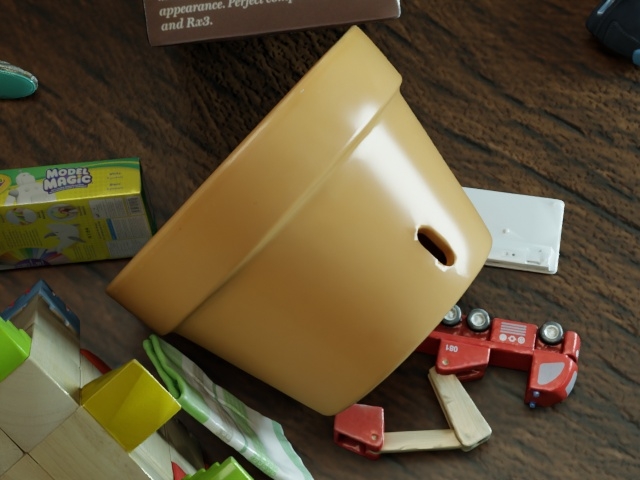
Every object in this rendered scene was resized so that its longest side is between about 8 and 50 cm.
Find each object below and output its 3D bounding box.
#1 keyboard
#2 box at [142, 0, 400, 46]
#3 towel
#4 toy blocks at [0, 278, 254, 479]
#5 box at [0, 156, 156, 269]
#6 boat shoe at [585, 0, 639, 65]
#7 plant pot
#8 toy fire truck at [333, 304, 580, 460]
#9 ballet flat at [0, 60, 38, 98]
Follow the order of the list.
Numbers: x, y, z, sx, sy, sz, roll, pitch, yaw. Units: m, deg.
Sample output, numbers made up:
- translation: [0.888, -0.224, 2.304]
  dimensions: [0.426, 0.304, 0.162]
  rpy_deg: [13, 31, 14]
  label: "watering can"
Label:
- translation: [0.086, -0.020, 1.401]
  dimensions: [0.256, 0.014, 0.072]
  rpy_deg: [8, 61, 5]
  label: "keyboard"
- translation: [-0.047, -0.241, 1.300]
  dimensions: [0.191, 0.381, 0.143]
  rpy_deg: [-7, 98, -1]
  label: "box"
- translation: [-0.071, 0.138, 1.243]
  dimensions: [0.023, 0.152, 0.113]
  rpy_deg: [-47, 30, 1]
  label: "towel"
- translation: [-0.150, 0.185, 1.183]
  dimensions: [0.191, 0.261, 0.381]
  rpy_deg: [-41, 103, 1]
  label: "toy blocks"
- translation: [-0.236, -0.020, 1.357]
  dimensions: [0.179, 0.105, 0.043]
  rpy_deg: [-7, 58, -1]
  label: "box"
- translation: [0.330, -0.287, 1.461]
  dimensions: [0.089, 0.109, 0.258]
  rpy_deg: [26, 67, 16]
  label: "boat shoe"
- translation: [0.000, 0.000, 1.259]
  dimensions: [0.203, 0.291, 0.291]
  rpy_deg: [42, 72, -5]
  label: "plant pot"
- translation: [0.115, 0.125, 1.314]
  dimensions: [0.192, 0.047, 0.135]
  rpy_deg: [10, 67, 5]
  label: "toy fire truck"
- translation: [-0.319, -0.154, 1.457]
  dimensions: [0.114, 0.041, 0.041]
  rpy_deg: [-3, 66, -1]
  label: "ballet flat"
